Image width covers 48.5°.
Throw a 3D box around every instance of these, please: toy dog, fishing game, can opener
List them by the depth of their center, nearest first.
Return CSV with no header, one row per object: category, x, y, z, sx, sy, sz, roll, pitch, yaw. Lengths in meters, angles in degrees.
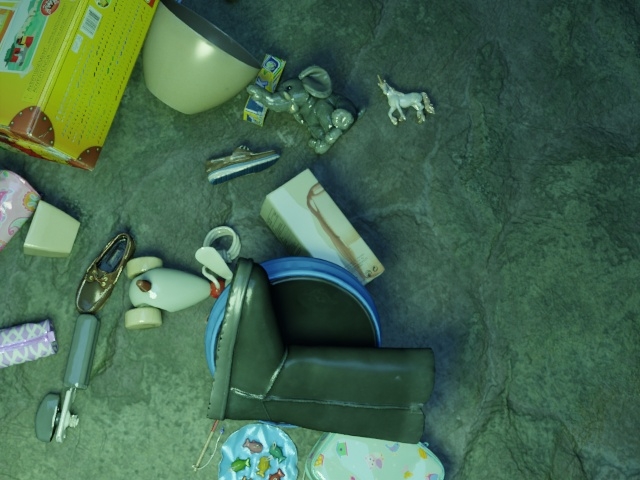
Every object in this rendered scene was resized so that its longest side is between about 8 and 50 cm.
can opener,-0.542,0.296,1.533,0.093,0.074,0.280,13,74,-6
fishing game,-0.138,0.500,1.572,0.264,0.041,0.189,26,70,-3
toy dog,-0.288,0.097,1.583,0.334,0.161,0.220,-24,82,-15

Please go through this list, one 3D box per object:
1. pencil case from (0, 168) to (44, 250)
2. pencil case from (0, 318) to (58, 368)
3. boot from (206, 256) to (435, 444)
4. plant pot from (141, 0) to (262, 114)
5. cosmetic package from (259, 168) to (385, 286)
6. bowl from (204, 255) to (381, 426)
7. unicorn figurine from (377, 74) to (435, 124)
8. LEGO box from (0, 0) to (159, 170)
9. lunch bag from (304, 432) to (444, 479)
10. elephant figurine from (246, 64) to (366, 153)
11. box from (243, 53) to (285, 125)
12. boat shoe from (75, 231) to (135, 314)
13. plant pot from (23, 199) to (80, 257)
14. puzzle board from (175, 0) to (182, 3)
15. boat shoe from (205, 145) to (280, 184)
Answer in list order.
pencil case,-0.743,-0.029,1.563,0.124,0.124,0.284,34,72,0
pencil case,-0.670,0.228,1.522,0.206,0.088,0.086,-15,78,-14
boot,0.020,0.228,1.424,0.445,0.146,0.366,10,117,-6
plant pot,-0.307,-0.412,1.679,0.284,0.284,0.191,38,107,1
cosmetic package,0.000,0.000,1.665,0.129,0.153,0.296,-36,86,-17
bowl,-0.053,0.228,1.539,0.391,0.077,0.391,-3,107,-8
unicorn figurine,0.212,-0.360,1.846,0.162,0.060,0.111,-2,75,-27
LEGO box,-0.593,-0.439,1.533,0.373,0.193,0.500,15,81,27
lunch bag,0.126,0.506,1.578,0.279,0.108,0.224,39,67,-2
elephant figurine,-0.030,-0.342,1.736,0.239,0.186,0.169,43,101,-2
box,-0.140,-0.376,1.782,0.054,0.059,0.168,19,73,-2
boat shoe,-0.489,0.072,1.602,0.073,0.073,0.207,27,74,-4
plant pot,-0.598,-0.015,1.591,0.096,0.109,0.109,18,73,-17
puzzle board,-0.390,-0.656,1.834,0.096,0.011,0.128,29,72,-2
boat shoe,-0.190,-0.195,1.724,0.183,0.066,0.066,-18,78,-14
